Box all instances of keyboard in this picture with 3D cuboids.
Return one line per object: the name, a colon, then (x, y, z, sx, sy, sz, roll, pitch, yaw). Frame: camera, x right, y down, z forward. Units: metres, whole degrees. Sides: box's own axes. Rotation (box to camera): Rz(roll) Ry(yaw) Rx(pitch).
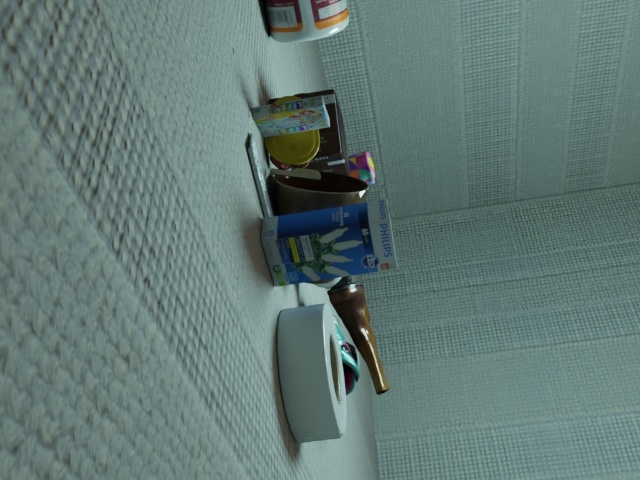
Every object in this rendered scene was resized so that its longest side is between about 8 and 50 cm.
keyboard: (-0.116, -0.097, 1.509, 0.072, 0.014, 0.256, -87, 168, -59)

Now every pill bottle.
pill bottle: (-0.062, -0.740, 1.885, 0.224, 0.224, 0.392, -87, 167, -60)

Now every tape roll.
tape roll: (-0.014, 0.280, 1.540, 0.286, 0.100, 0.286, -8, 90, -84)

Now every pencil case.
pencil case: (0.041, -0.182, 2.073, 0.104, 0.236, 0.104, -14, 90, -76)

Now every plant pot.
plant pot: (-0.010, -0.025, 1.654, 0.215, 0.215, 0.230, -77, 173, -73)

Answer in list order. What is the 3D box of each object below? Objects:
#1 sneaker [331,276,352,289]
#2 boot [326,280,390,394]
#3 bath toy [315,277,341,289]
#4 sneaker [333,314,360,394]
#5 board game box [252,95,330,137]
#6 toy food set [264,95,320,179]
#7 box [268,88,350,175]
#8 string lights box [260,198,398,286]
sneaker: (0.060, 0.085, 2.531, 0.086, 0.085, 0.237, -102, -177, -59)
boot: (0.102, 0.261, 1.873, 0.264, 0.096, 0.280, 76, -1, -69)
bath toy: (0.000, 0.000, 1.929, 0.129, 0.151, 0.348, 40, 25, -17)
sneaker: (0.049, 0.338, 1.892, 0.295, 0.124, 0.178, 62, 14, -49)
board game box: (-0.062, -0.269, 1.577, 0.103, 0.154, 0.026, 61, 22, -71)
toy food set: (-0.070, -0.225, 1.673, 0.071, 0.128, 0.218, 111, -24, -67)
box: (-0.025, -0.257, 1.822, 0.203, 0.168, 0.167, 53, 30, -76)
string lights box: (0.020, 0.006, 1.476, 0.077, 0.259, 0.133, -90, 169, -51)
